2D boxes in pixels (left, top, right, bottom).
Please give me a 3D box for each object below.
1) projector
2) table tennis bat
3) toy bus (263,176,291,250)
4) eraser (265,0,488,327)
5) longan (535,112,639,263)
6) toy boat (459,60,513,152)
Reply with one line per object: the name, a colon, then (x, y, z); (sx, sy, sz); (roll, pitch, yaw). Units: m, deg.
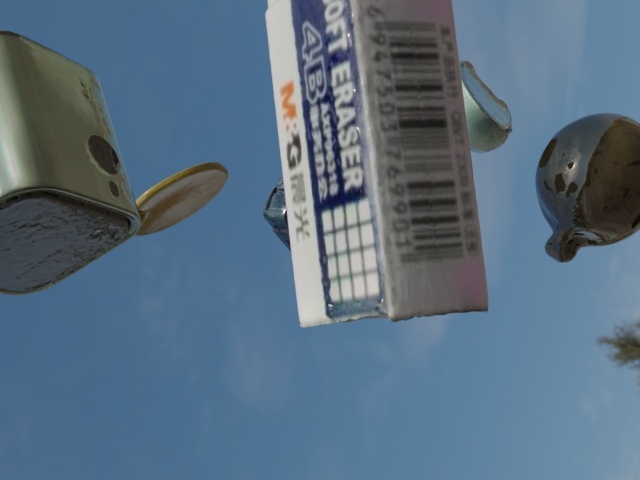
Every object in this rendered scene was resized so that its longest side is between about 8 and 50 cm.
projector: (-0.418, -0.096, 1.429); (0.248, 0.248, 0.249); (21, -136, -58)
table tennis bat: (-0.292, -0.050, 1.806); (0.321, 0.050, 0.198); (-24, -15, -33)
toy bus: (0.000, 0.000, 1.208); (0.166, 0.047, 0.065); (50, -118, -34)
eraser: (0.031, -0.089, 0.684); (0.086, 0.130, 0.287); (-4, -94, -26)
longan: (0.349, -0.065, 1.358); (0.204, 0.159, 0.185); (-62, -22, 8)
toy boat: (0.214, -0.187, 1.541); (0.134, 0.079, 0.207); (49, -157, -11)
